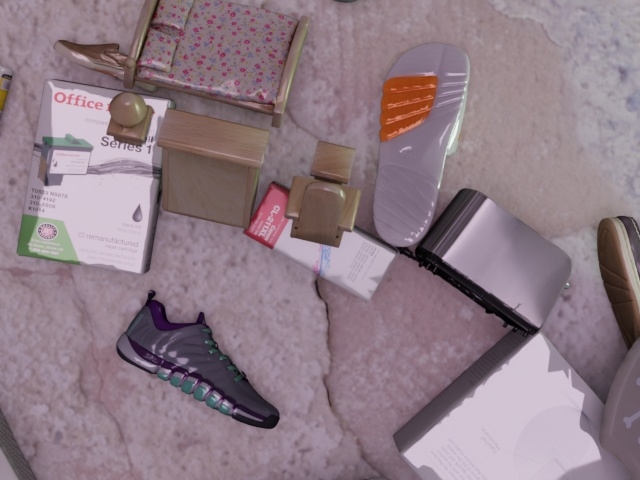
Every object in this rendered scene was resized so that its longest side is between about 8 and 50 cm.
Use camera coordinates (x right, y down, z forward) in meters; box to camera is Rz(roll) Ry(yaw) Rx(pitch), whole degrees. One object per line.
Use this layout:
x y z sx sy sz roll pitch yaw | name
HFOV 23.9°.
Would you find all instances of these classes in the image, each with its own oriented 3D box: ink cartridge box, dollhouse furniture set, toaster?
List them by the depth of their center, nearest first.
-0.072 -0.210 1.741 0.303 0.174 0.355 13 66 0 | dollhouse furniture set
0.202 0.022 1.830 0.186 0.168 0.110 35 89 -3 | toaster
0.000 0.000 1.842 0.175 0.127 0.072 29 93 -2 | ink cartridge box
-0.273 -0.080 1.851 0.160 0.092 0.219 9 92 -2 | ink cartridge box

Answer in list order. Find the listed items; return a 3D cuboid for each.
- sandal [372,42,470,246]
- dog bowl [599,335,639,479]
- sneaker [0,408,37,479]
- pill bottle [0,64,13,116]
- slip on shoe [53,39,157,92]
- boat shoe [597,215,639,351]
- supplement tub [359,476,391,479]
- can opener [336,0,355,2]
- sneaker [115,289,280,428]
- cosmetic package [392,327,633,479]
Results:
0.118 -0.114 1.863 0.102 0.076 0.265 11 78 13 | sandal
0.485 0.251 1.788 0.349 0.102 0.348 1 89 -36 | dog bowl
-0.448 0.273 1.843 0.150 0.135 0.366 -27 92 -3 | sneaker
-0.423 -0.164 1.859 0.065 0.065 0.116 16 91 -2 | pill bottle
-0.260 -0.225 1.866 0.135 0.051 0.041 22 97 -5 | slip on shoe
0.422 0.095 1.871 0.092 0.103 0.285 -21 96 -5 | boat shoe
-0.043 0.421 1.809 0.316 0.228 0.228 -12 92 -1 | supplement tub
0.026 -0.434 1.851 0.093 0.074 0.280 -3 95 -17 | can opener
-0.138 0.149 1.871 0.224 0.083 0.098 28 87 -1 | sneaker
0.246 0.259 1.852 0.225 0.138 0.224 -41 93 -1 | cosmetic package
